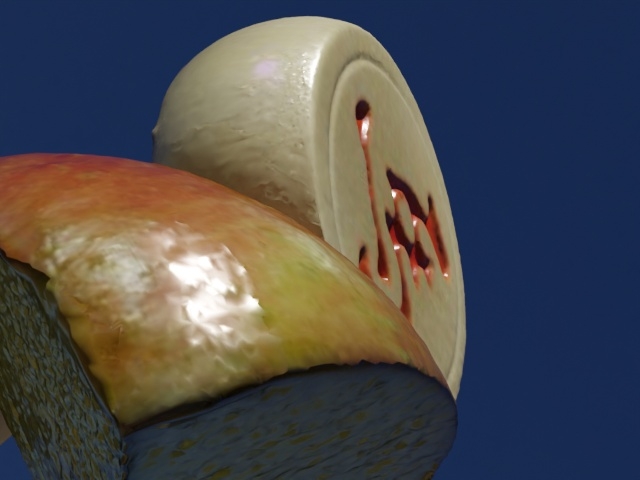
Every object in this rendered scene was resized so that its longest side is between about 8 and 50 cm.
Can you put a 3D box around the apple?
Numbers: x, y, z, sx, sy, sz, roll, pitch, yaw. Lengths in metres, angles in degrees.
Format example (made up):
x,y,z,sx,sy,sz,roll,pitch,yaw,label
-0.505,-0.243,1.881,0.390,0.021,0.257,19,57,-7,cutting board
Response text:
x,y,z,sx,sy,sz,roll,pitch,yaw,label
-0.067,0.068,0.804,0.254,0.179,0.346,12,-26,3,apple

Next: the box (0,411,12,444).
x,y,z,sx,sy,sz,roll,pitch,yaw,label
-0.277,0.068,1.024,0.214,0.069,0.353,26,-48,-32,box

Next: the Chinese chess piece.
x,y,z,sx,sy,sz,roll,pitch,yaw,label
0.000,0.000,1.094,0.102,0.273,0.273,-13,-65,19,Chinese chess piece
